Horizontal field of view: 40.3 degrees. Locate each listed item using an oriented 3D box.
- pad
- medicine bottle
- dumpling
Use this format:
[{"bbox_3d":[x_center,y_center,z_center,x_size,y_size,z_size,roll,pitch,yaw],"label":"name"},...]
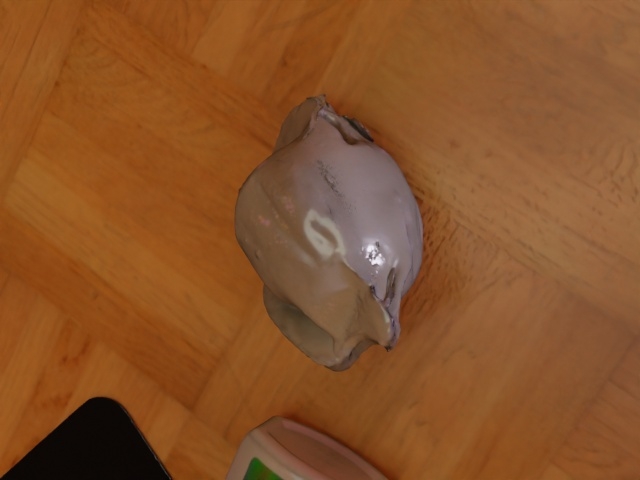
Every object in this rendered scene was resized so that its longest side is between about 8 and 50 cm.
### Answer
[{"bbox_3d":[-0.223,0.273,0.772,0.267,0.004,0.181,-40,79,21],"label":"pad"},{"bbox_3d":[-0.037,0.250,0.652,0.115,0.078,0.219,27,104,16],"label":"medicine bottle"},{"bbox_3d":[0.000,0.000,0.602,0.136,0.118,0.199,-43,50,34],"label":"dumpling"}]
